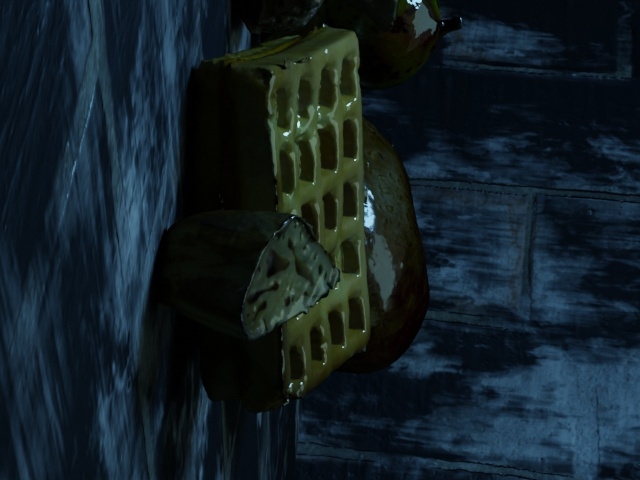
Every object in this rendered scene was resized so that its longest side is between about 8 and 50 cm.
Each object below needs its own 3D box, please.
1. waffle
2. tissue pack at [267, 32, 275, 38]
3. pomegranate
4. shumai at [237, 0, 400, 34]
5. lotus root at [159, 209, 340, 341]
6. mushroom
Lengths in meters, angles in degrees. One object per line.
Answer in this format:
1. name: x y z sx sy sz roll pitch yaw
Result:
1. waffle: -0.034 -0.025 1.748 0.224 0.098 0.327 -35 126 -62
2. tissue pack: -0.016 -0.320 2.224 0.185 0.081 0.257 -78 171 -55
3. pomegranate: 0.033 -0.245 2.079 0.156 0.220 0.156 -179 -90 -69
4. shumai: 0.007 -0.289 1.898 0.206 0.176 0.166 94 2 -75
5. lotus root: -0.068 0.017 1.567 0.159 0.135 0.095 -41 137 -66
6. mushroom: 0.024 -0.007 2.235 0.345 0.239 0.345 162 -90 -72
